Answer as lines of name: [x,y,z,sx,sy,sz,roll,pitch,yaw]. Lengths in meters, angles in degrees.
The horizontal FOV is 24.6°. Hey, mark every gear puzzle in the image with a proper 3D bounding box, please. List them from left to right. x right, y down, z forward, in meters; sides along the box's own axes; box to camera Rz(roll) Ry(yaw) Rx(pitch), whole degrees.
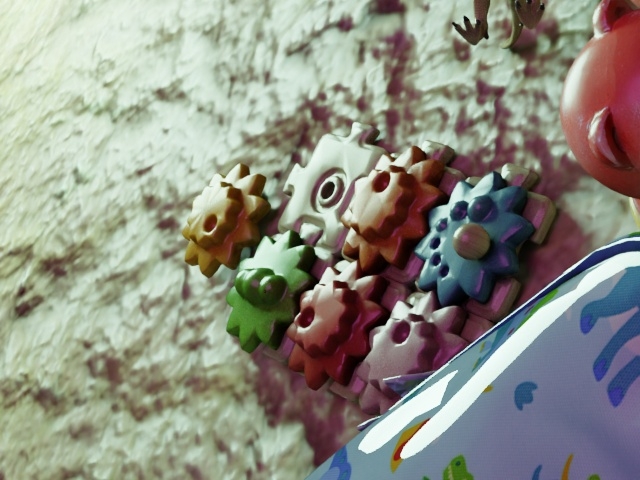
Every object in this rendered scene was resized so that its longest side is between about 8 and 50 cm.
gear puzzle: [0.000,0.000,0.954,0.339,0.044,0.175,22,84,53]

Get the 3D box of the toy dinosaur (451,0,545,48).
toy dinosaur: [0.111,-0.155,0.842,0.053,0.183,0.092,5,50,18]

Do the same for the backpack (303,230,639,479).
backpack: [0.098,0.160,0.462,0.355,0.273,0.290,-29,34,26]

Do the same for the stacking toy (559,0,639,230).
stacking toy: [0.229,-0.166,0.725,0.279,0.130,0.309,-31,46,34]
